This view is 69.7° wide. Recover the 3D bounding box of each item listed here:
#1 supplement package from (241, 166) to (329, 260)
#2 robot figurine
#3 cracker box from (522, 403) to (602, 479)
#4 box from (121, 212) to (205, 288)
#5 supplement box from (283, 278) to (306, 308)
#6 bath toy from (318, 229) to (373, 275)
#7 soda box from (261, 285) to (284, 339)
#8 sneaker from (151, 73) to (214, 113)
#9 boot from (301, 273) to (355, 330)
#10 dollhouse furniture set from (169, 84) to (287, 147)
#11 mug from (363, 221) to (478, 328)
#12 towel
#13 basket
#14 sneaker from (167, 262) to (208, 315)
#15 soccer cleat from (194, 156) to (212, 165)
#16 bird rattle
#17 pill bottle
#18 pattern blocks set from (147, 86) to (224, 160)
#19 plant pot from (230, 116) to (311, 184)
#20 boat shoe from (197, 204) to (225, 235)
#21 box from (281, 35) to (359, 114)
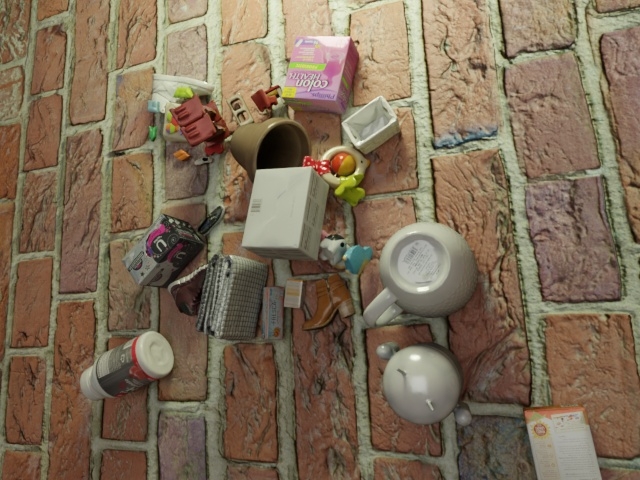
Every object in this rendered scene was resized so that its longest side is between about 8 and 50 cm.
[{"bbox_3d":[-0.108,-0.081,1.457,0.204,0.145,0.262,1,72,25],"label":"supplement package"},{"bbox_3d":[0.286,0.386,1.263,0.300,0.353,0.200,34,93,22],"label":"robot figurine"},{"bbox_3d":[0.657,0.574,1.251,0.155,0.067,0.232,-11,76,19],"label":"cracker box"},{"bbox_3d":[-0.594,0.045,1.742,0.247,0.163,0.142,-48,68,7],"label":"box"},{"bbox_3d":[-0.089,0.186,1.604,0.062,0.036,0.098,4,82,20],"label":"supplement box"},{"bbox_3d":[0.000,0.000,1.558,0.348,0.151,0.129,26,56,27],"label":"bath toy"},{"bbox_3d":[-0.167,0.252,1.597,0.063,0.058,0.183,-18,69,61],"label":"soda box"},{"bbox_3d":[-0.569,-0.579,1.885,0.292,0.108,0.169,13,96,22],"label":"sneaker"},{"bbox_3d":[0.007,0.211,1.549,0.197,0.073,0.152,-23,75,2],"label":"boot"},{"bbox_3d":[-0.323,-0.487,1.673,0.374,0.201,0.152,-26,97,8],"label":"dollhouse furniture set"},{"bbox_3d":[0.272,0.117,1.328,0.374,0.328,0.276,-45,69,8],"label":"mug"},{"bbox_3d":[-0.300,0.196,1.575,0.121,0.235,0.284,7,82,24],"label":"towel"},{"bbox_3d":[0.177,-0.388,1.570,0.167,0.103,0.113,-33,71,11],"label":"basket"},{"bbox_3d":[-0.430,0.189,1.703,0.281,0.106,0.162,-27,78,25],"label":"sneaker"},{"bbox_3d":[-0.469,-0.318,1.828,0.083,0.035,0.029,-5,79,19],"label":"soccer cleat"},{"bbox_3d":[0.057,-0.238,1.597,0.253,0.143,0.207,30,71,24],"label":"bird rattle"},{"bbox_3d":[-0.725,0.477,1.710,0.318,0.176,0.176,-27,73,14],"label":"pill bottle"},{"bbox_3d":[-0.545,-0.463,1.831,0.324,0.026,0.285,-1,100,16],"label":"pattern blocks set"},{"bbox_3d":[-0.198,-0.319,1.642,0.229,0.263,0.263,27,91,41],"label":"plant pot"},{"bbox_3d":[-0.420,-0.078,1.767,0.049,0.040,0.142,41,96,21],"label":"boat shoe"},{"bbox_3d":[0.001,-0.599,1.663,0.213,0.117,0.243,11,85,21],"label":"box"}]
